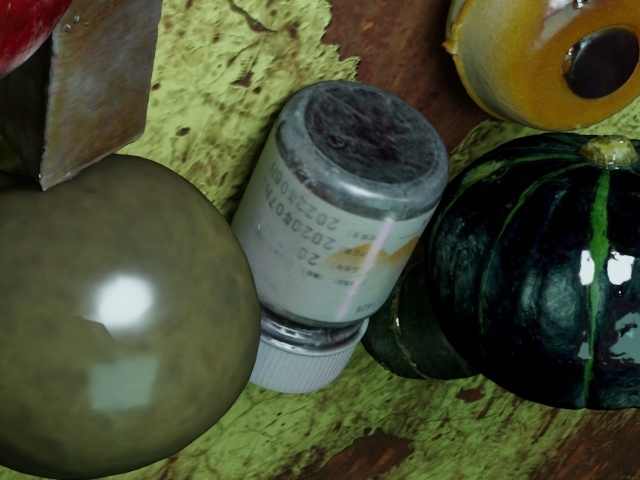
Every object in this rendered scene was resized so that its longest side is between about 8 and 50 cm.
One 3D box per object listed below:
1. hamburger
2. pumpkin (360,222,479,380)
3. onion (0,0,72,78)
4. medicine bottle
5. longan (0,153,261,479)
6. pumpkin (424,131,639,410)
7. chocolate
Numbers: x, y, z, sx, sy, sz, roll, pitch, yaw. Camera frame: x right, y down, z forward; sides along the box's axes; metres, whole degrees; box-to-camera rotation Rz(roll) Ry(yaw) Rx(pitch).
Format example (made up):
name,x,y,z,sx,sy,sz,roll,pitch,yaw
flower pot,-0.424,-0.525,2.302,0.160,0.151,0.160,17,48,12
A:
name,x,y,z,sx,sy,sz,roll,pitch,yaw
hamburger,0.213,-0.200,1.687,0.237,0.147,0.237,-19,138,-18
pumpkin,0.126,0.059,1.927,0.190,0.190,0.146,-23,129,-13
onion,-0.291,-0.193,1.127,0.314,0.314,0.232,-3,136,-37
medicine bottle,0.000,0.000,1.758,0.165,0.165,0.273,-8,140,-32
longan,-0.202,0.065,1.581,0.297,0.297,0.297,-22,146,-16
pumpkin,0.242,0.014,1.705,0.315,0.315,0.238,-10,114,-31
chocolate,-0.178,-0.188,1.417,0.112,0.112,0.321,-23,147,-28
